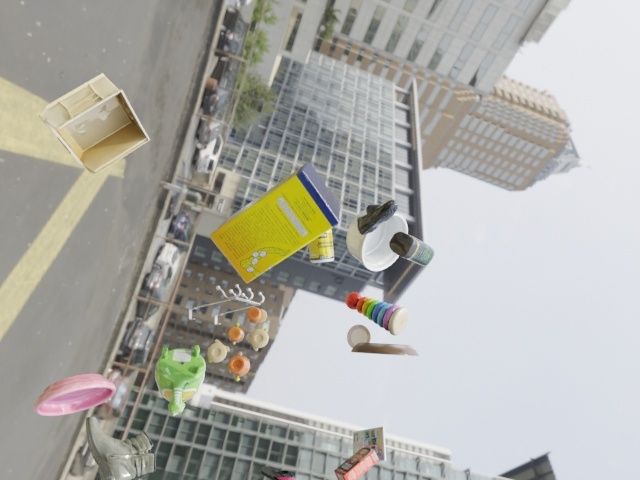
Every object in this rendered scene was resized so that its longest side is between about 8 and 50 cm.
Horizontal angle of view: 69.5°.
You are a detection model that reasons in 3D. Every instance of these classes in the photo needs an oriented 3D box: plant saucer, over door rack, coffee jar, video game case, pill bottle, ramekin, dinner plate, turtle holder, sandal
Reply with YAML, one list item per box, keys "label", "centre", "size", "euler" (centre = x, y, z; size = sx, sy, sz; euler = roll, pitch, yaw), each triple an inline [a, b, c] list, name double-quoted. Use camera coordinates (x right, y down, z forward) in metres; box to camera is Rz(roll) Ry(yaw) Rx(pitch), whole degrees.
- label: "plant saucer"
  centre: [-1.114, 0.697, 2.102]
  size: [0.084, 0.332, 0.332]
  euler: [66, -31, 26]
- label: "over door rack"
  centre: [-0.487, 0.319, 2.374]
  size: [0.324, 0.239, 0.108]
  euler: [-27, -116, 17]
- label: "coffee jar"
  centre: [0.318, 0.029, 1.609]
  size: [0.096, 0.184, 0.079]
  euler: [36, -80, 37]
- label: "video game case"
  centre: [0.208, 0.882, 1.978]
  size: [0.157, 0.143, 0.019]
  euler: [-83, 153, -56]
- label: "plant saucer"
  centre: [0.294, 0.498, 2.113]
  size: [0.310, 0.310, 0.050]
  euler: [137, -42, -71]
- label: "pill bottle"
  centre: [0.000, 0.000, 1.961]
  size: [0.103, 0.103, 0.184]
  euler: [174, -89, -80]
- label: "ramekin"
  centre: [0.248, -0.015, 2.068]
  size: [0.135, 0.277, 0.277]
  euler: [34, -70, 44]
- label: "dinner plate"
  centre: [0.215, 0.539, 2.570]
  size: [0.017, 0.141, 0.141]
  euler: [33, 71, -60]
- label: "turtle holder"
  centre: [-0.675, 0.684, 2.260]
  size: [0.320, 0.243, 0.228]
  euler: [33, -61, 41]
- label: "sandal"
  centre: [-0.135, 0.861, 1.679]
  size: [0.067, 0.179, 0.040]
  euler: [30, 83, -80]

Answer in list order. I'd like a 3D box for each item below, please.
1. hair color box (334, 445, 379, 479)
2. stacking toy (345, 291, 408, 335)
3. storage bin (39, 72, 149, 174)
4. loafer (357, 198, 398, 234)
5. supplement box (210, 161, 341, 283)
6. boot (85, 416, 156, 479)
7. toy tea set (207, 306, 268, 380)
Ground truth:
- label: "hair color box"
  centre: [0.123, 0.770, 1.579]
  size: [0.072, 0.141, 0.043]
  euler: [-22, -87, 59]
- label: "stacking toy"
  centre: [0.262, 0.337, 2.260]
  size: [0.330, 0.141, 0.141]
  euler: [22, -84, 40]
- label: "storage bin"
  centre: [-0.791, -0.403, 1.633]
  size: [0.260, 0.123, 0.262]
  euler: [-39, 160, -16]
- label: "loafer"
  centre: [0.186, -0.091, 1.581]
  size: [0.223, 0.076, 0.078]
  euler: [-42, -112, 58]
- label: "supplement box"
  centre: [-0.133, -0.060, 1.462]
  size: [0.356, 0.195, 0.194]
  euler: [-33, -168, 14]
- label: "boot"
  centre: [-0.619, 0.636, 1.433]
  size: [0.246, 0.161, 0.083]
  euler: [53, -40, 25]
- label: "toy tea set"
  centre: [-0.349, 0.468, 2.124]
  size: [0.336, 0.200, 0.124]
  euler: [-48, 168, -16]
